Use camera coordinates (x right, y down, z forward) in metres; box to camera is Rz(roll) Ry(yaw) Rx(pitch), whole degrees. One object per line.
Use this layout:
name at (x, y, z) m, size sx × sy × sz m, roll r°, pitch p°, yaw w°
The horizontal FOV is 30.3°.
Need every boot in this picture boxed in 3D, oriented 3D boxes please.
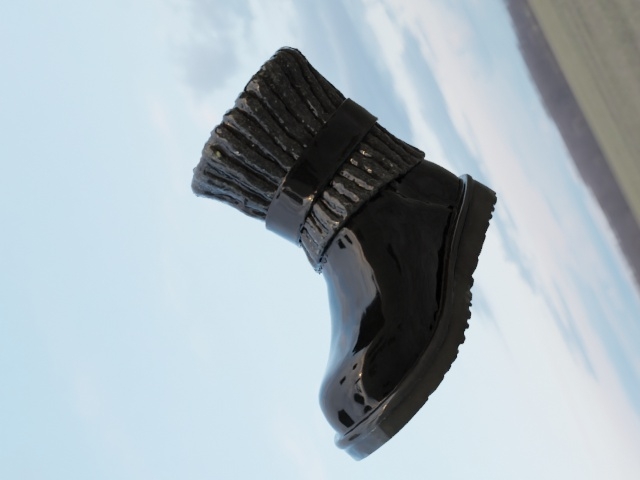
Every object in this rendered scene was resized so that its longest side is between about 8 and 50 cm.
boot at (-0.002, 0.002, 1.030) m, size 0.260 × 0.131 × 0.348 m, roll 33°, pitch -139°, yaw -10°
